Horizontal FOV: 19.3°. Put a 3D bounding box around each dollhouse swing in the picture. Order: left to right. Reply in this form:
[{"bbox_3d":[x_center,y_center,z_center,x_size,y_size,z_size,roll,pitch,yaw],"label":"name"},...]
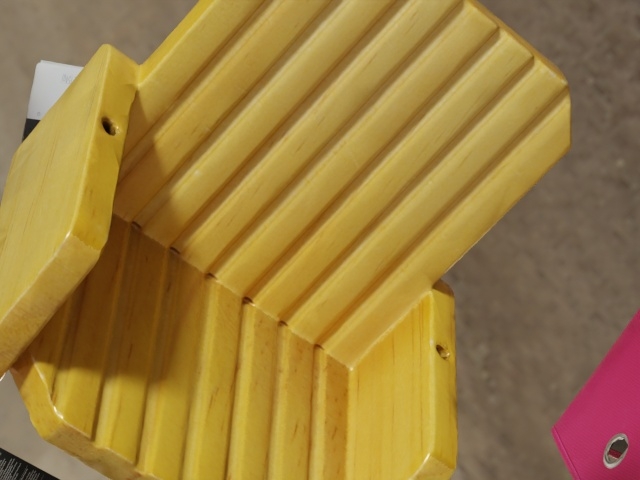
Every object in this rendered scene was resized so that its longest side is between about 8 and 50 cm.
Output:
[{"bbox_3d":[0.000,0.000,1.318,0.347,0.305,0.315,36,-146,-26],"label":"dollhouse swing"}]

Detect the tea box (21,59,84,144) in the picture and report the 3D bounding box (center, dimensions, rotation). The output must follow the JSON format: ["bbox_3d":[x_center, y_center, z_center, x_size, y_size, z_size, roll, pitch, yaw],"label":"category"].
[{"bbox_3d":[-0.217,-0.051,2.507,0.329,0.323,0.220,9,179,27],"label":"tea box"}]

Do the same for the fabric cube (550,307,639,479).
[{"bbox_3d":[0.426,0.197,1.847,0.259,0.258,0.254,24,-159,-23],"label":"fabric cube"}]

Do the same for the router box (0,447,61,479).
[{"bbox_3d":[-0.365,0.311,2.237,0.133,0.046,0.179,29,150,-4],"label":"router box"}]
